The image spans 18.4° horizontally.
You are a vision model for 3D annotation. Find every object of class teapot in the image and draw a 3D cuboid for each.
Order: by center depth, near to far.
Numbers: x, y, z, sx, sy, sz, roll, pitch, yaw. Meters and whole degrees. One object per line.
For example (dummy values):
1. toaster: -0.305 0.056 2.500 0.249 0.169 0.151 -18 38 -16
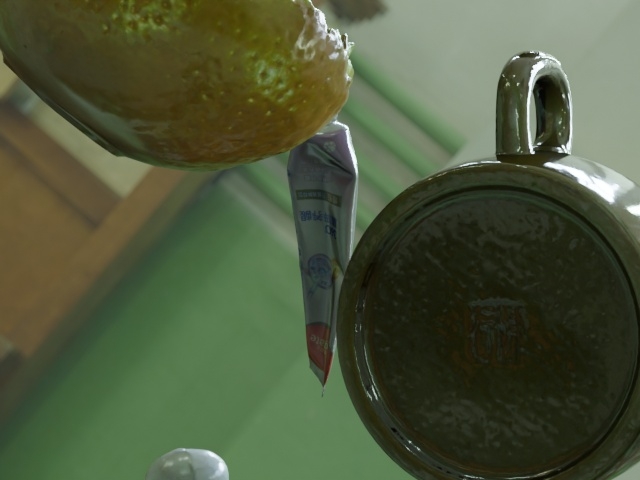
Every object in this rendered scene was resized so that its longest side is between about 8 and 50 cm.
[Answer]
1. teapot: 0.120 0.031 1.076 0.185 0.267 0.175 1 3 22

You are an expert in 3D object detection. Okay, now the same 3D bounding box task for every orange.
1. orange: -0.140 -0.176 1.448 0.334 0.196 0.262 45 -10 25

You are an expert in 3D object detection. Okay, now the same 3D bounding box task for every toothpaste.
1. toothpaste: 0.000 0.000 1.873 0.048 0.301 0.075 -15 26 -34

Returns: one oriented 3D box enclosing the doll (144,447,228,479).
1. doll: -0.076 0.291 1.301 0.237 0.111 0.252 106 -26 -60
